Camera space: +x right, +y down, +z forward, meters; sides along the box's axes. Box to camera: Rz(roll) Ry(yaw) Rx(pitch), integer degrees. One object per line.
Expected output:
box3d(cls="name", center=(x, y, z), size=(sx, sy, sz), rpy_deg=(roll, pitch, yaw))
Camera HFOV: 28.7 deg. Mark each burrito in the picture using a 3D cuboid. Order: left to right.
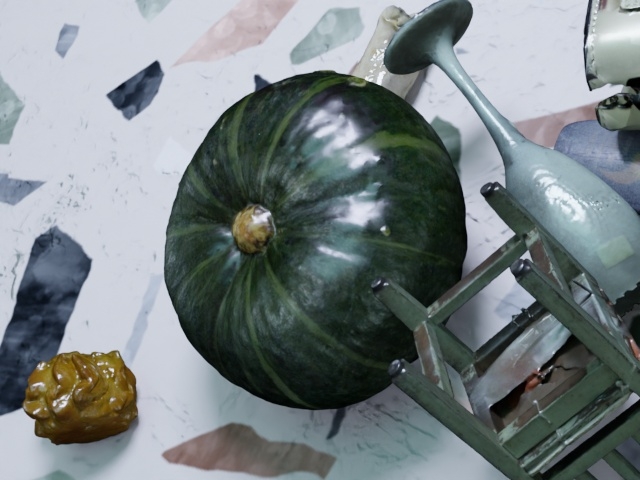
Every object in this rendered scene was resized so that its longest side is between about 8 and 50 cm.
box3d(cls="burrito", center=(0.048, -0.142, 1.290), size=(0.087, 0.060, 0.226), rpy_deg=(18, 72, 32))

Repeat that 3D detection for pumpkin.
box3d(cls="pumpkin", center=(0.000, 0.000, 1.123), size=(0.300, 0.207, 0.300), rpy_deg=(-10, 76, 43))

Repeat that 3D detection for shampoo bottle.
box3d(cls="shampoo bottle", center=(0.314, -0.055, 1.086), size=(0.233, 0.049, 0.087), rpy_deg=(12, 74, 35))

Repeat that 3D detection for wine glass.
box3d(cls="wine glass", center=(0.155, -0.088, 1.009), size=(0.096, 0.264, 0.309), rpy_deg=(-36, 69, 5))

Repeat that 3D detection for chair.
box3d(cls="chair", center=(0.180, 0.105, 0.959), size=(0.136, 0.270, 0.147), rpy_deg=(-43, 22, 17))

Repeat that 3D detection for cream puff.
box3d(cls="cream puff", center=(-0.241, 0.151, 1.251), size=(0.116, 0.122, 0.094), rpy_deg=(-3, 60, -18))

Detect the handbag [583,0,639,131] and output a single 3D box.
box3d(cls="handbag", center=(0.420, -0.201, 1.039), size=(0.358, 0.160, 0.237), rpy_deg=(-2, 45, 30))
